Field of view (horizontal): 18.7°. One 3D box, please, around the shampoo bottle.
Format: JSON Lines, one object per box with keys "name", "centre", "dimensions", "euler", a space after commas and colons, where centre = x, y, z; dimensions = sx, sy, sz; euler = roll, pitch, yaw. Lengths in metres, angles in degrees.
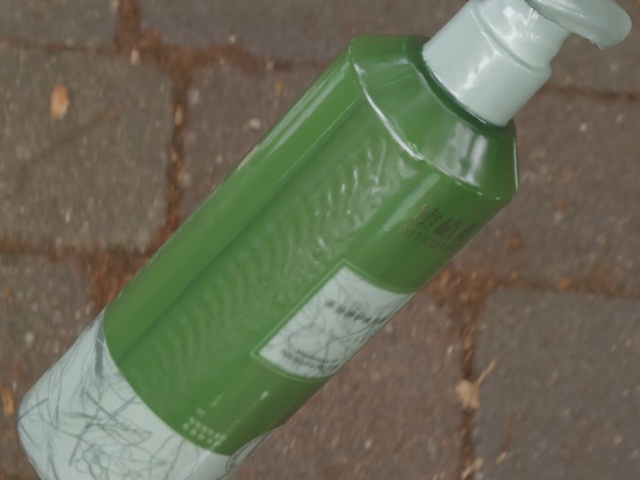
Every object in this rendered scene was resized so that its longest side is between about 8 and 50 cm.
{"name": "shampoo bottle", "centre": [0.000, 0.000, 0.533], "dimensions": [0.065, 0.204, 0.065], "euler": [34, 27, -20]}
